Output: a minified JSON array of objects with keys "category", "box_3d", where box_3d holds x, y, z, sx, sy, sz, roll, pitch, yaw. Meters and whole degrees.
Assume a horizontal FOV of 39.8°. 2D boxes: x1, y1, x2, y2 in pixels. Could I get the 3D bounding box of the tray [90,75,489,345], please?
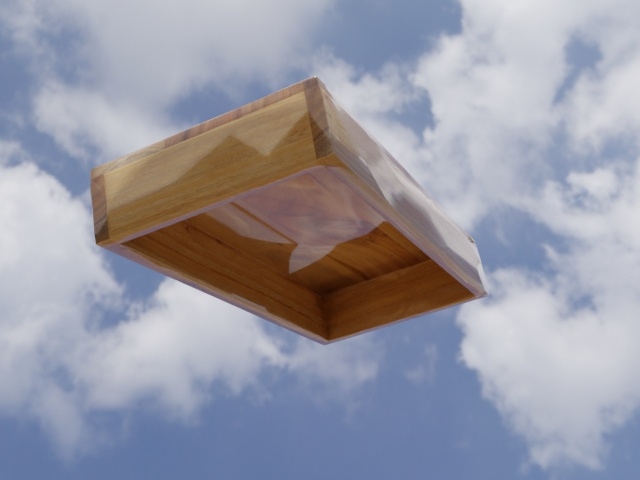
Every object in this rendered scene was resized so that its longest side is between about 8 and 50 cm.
[{"category":"tray","box_3d":[0.000,0.000,0.824,0.203,0.076,0.411,-19,-24,19]}]
